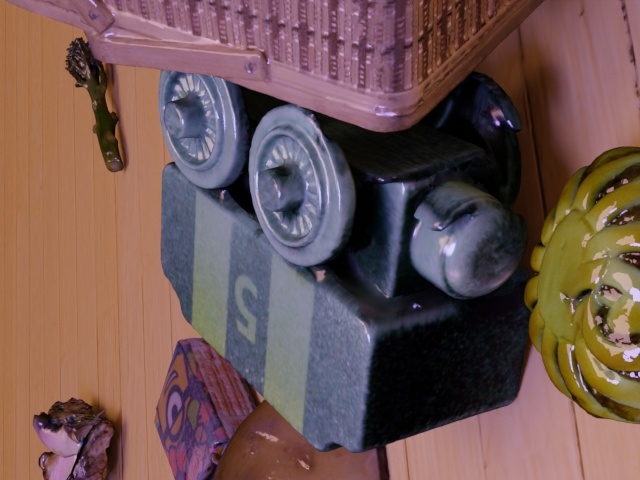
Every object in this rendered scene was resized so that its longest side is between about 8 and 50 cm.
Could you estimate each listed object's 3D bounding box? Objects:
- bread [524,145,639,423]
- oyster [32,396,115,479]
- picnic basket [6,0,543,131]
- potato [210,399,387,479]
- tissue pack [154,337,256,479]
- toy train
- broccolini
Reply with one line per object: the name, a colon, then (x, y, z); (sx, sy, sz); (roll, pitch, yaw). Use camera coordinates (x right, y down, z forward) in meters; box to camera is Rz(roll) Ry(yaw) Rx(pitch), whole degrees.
bread: (0.154, 0.023, 0.651); (0.130, 0.071, 0.139); (-124, 44, -60)
oyster: (-0.319, 0.289, 1.615); (0.260, 0.092, 0.198); (111, 152, -50)
picnic basket: (-0.030, -0.212, 0.733); (0.313, 0.228, 0.175); (20, 136, 26)
potato: (-0.046, 0.242, 1.005); (0.239, 0.116, 0.299); (-165, 82, -69)
tissue pack: (-0.103, 0.176, 1.188); (0.148, 0.060, 0.109); (-121, 41, -49)
toy train: (0.003, -0.009, 0.812); (0.299, 0.167, 0.238); (37, 131, 48)
broccolini: (-0.297, -0.172, 1.672); (0.067, 0.058, 0.216); (61, -169, -58)
